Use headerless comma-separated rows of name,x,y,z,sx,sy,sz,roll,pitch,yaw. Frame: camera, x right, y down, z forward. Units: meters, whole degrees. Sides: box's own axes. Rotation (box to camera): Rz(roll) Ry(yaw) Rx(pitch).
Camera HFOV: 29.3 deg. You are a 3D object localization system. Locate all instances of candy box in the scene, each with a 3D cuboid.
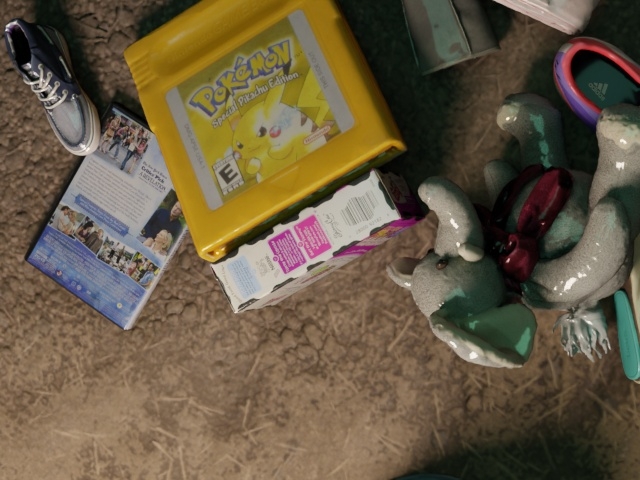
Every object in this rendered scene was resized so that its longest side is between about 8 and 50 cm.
candy box,0.000,0.000,1.491,0.233,0.159,0.071,-31,83,13

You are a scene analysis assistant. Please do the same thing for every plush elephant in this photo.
plush elephant,0.204,0.005,1.375,0.255,0.272,0.330,-12,111,-19

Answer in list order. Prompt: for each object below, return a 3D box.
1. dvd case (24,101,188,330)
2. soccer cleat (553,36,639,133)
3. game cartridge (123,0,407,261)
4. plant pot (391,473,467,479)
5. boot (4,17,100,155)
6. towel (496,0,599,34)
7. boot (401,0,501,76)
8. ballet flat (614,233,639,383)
dvd case,-0.265,-0.033,1.632,0.180,0.022,0.253,33,100,13
soccer cleat,0.391,-0.115,1.404,0.318,0.116,0.108,45,102,10
game cartridge,-0.079,-0.177,1.513,0.285,0.052,0.324,-30,66,14
plant pot,0.112,0.433,1.424,0.271,0.255,0.272,1,92,15
boot,-0.357,-0.200,1.608,0.069,0.086,0.190,-29,78,20
towel,0.228,-0.451,1.417,0.317,0.053,0.332,24,90,-2
boot,0.172,-0.325,1.481,0.189,0.076,0.209,-24,83,15
ballet flat,0.376,0.043,1.442,0.086,0.086,0.249,-11,90,15
